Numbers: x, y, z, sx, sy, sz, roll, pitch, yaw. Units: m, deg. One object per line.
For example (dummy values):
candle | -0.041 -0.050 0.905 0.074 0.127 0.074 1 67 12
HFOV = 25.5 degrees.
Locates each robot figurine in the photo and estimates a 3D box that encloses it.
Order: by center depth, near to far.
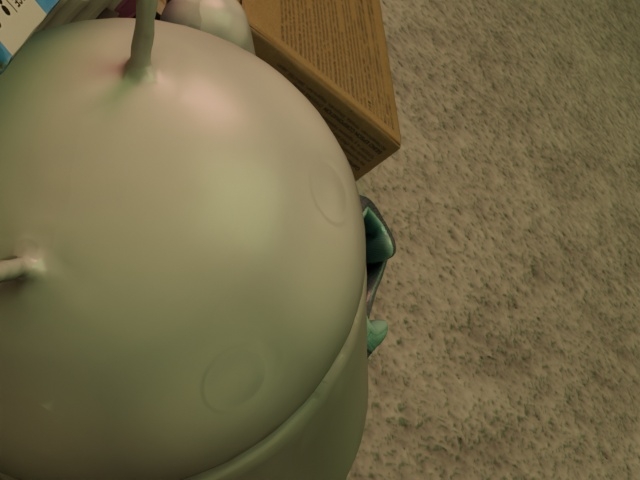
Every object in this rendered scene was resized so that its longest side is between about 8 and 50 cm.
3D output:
robot figurine | -0.079 0.037 0.636 0.353 0.200 0.300 86 13 -64

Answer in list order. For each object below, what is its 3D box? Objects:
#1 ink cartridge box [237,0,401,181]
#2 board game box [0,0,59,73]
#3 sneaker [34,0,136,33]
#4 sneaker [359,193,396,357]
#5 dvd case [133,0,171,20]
ink cartridge box | -0.032 -0.181 1.219 0.193 0.088 0.234 35 33 -31
board game box | -0.204 -0.077 0.568 0.086 0.308 0.302 47 28 -18
sneaker | -0.215 -0.184 0.931 0.104 0.095 0.236 53 21 12
sneaker | 0.000 0.000 1.019 0.110 0.122 0.283 36 32 -34
dvd case | -0.190 -0.295 1.167 0.180 0.022 0.253 36 31 -32
